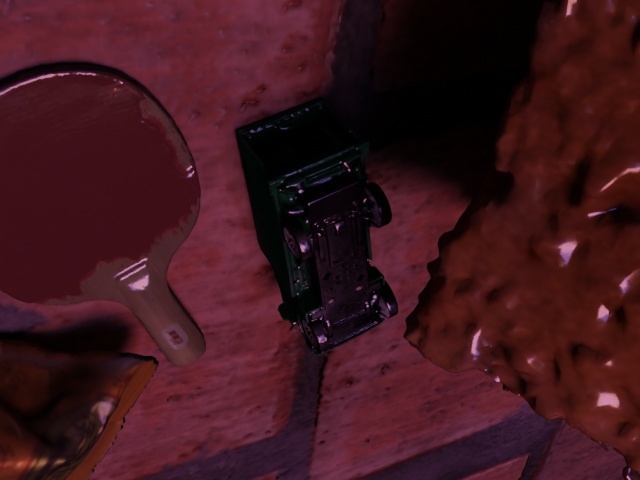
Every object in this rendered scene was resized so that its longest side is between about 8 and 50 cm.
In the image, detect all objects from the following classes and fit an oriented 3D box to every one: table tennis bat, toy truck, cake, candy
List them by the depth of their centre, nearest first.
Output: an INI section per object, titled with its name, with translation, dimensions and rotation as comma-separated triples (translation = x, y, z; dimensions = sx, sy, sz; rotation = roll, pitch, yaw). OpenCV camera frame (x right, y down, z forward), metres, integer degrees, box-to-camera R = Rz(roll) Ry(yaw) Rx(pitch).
[candy]
translation = -0.214, 0.102, 0.457
dimensions = 0.143, 0.101, 0.271
rotation = -47, 144, 21
[cake]
translation = 0.236, -0.035, 0.465
dimensions = 0.290, 0.256, 0.282
rotation = -42, 156, -56
[table tennis bat]
translation = -0.119, 0.001, 0.485
dimensions = 0.131, 0.022, 0.234
rotation = -31, 137, -7
[toy truck]
translation = 0.000, 0.000, 0.519
dimensions = 0.065, 0.079, 0.147
rotation = -24, 137, -15
